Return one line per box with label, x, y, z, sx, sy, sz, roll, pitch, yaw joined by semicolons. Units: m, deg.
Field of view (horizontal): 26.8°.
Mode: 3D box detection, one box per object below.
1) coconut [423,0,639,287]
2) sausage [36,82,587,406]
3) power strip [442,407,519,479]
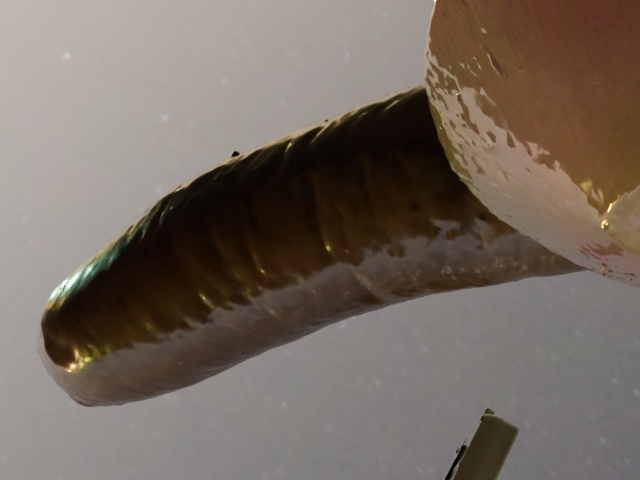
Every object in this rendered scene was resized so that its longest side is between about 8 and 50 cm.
coconut;0.161;-0.091;0.524;0.233;0.233;0.245;-9;-133;38
sausage;-0.002;-0.003;0.839;0.501;0.136;0.123;-19;-169;31
power strip;0.093;0.214;0.992;0.035;0.081;0.192;27;-123;7
